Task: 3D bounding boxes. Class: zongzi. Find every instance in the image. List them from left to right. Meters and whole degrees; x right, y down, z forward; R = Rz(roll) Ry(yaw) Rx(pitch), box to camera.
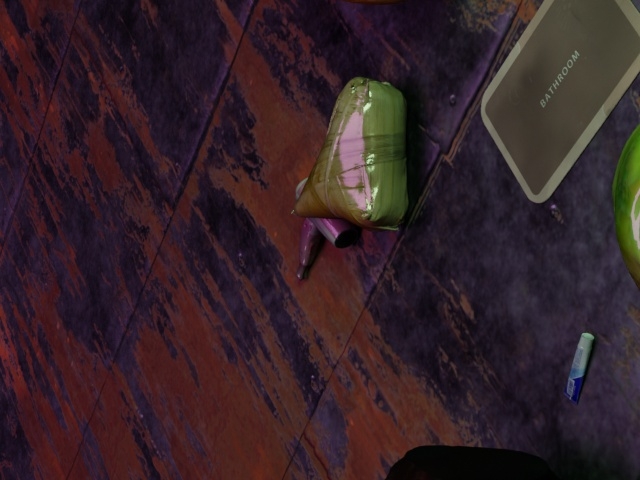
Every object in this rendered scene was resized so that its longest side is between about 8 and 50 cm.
[{"bbox_3d":[0.028,-0.111,2.192,0.197,0.099,0.194,6,94,49],"label":"zongzi"}]

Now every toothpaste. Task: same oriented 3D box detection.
[{"bbox_3d":[0.284,0.140,1.889,0.024,0.015,0.083,42,130,48],"label":"toothpaste"}]

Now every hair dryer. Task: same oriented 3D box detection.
[{"bbox_3d":[-0.004,-0.003,2.318,0.106,0.054,0.154,60,147,31],"label":"hair dryer"}]

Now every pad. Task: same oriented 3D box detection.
[{"bbox_3d":[0.269,-0.182,1.922,0.266,0.002,0.176,-59,44,39],"label":"pad"}]

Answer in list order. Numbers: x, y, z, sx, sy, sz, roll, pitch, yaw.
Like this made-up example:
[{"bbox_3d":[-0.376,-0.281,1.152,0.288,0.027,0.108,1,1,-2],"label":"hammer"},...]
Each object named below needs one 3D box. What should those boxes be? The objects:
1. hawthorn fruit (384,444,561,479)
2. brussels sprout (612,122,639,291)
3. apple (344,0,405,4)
[{"bbox_3d":[0.168,0.359,1.824,0.316,0.316,0.315,0,89,57],"label":"hawthorn fruit"},{"bbox_3d":[0.395,-0.039,1.460,0.344,0.268,0.344,-161,90,-77],"label":"brussels sprout"},{"bbox_3d":[0.066,-0.415,2.030,0.286,0.233,0.286,-5,84,53],"label":"apple"}]
